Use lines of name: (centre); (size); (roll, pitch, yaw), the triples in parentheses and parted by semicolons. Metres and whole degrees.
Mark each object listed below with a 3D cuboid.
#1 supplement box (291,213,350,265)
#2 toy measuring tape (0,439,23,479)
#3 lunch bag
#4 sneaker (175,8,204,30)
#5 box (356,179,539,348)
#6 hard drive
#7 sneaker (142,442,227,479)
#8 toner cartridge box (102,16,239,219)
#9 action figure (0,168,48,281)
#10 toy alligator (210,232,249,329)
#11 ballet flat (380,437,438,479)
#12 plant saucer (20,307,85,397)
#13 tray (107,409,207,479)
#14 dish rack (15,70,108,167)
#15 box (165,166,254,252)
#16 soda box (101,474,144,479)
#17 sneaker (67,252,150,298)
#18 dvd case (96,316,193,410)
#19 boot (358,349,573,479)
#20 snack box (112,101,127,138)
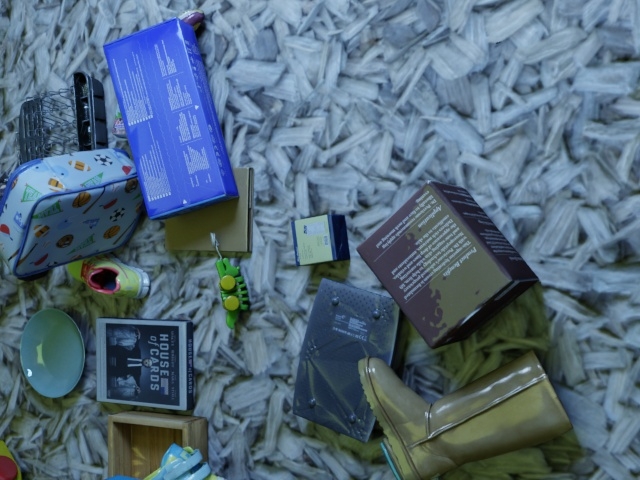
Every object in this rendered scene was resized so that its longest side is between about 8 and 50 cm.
supplement box: (0.000, 0.000, 1.456); (0.083, 0.056, 0.083); (-9, 85, 28)
toy measuring tape: (-0.771, 0.491, 1.833); (0.121, 0.121, 0.330); (-47, 69, 20)
lunch bag: (-0.488, -0.052, 1.573); (0.115, 0.303, 0.243); (45, 125, 21)
sneaker: (-0.285, -0.379, 1.619); (0.185, 0.069, 0.084); (-38, 90, 22)
box: (0.201, 0.036, 1.284); (0.168, 0.167, 0.203); (-43, 70, 20)
hard drive: (0.051, 0.206, 1.426); (0.172, 0.054, 0.254); (15, 96, 28)
sneaker: (-0.182, 0.456, 1.466); (0.319, 0.127, 0.208); (-14, 88, 5)
toner cartridge box: (-0.284, -0.227, 1.543); (0.165, 0.075, 0.347); (-16, 87, 16)
action figure: (-0.703, -0.043, 1.817); (0.285, 0.099, 0.185); (46, 118, 26)
toy alligator: (-0.169, 0.073, 1.550); (0.051, 0.056, 0.189); (-10, 86, -12)
ballet flat: (0.177, 0.428, 1.356); (0.073, 0.080, 0.232); (-24, 79, -2)
plant saucer: (-0.575, 0.244, 1.774); (0.195, 0.037, 0.194); (0, 90, 28)
tray: (-0.321, 0.554, 1.612); (0.203, 0.076, 0.410); (-2, 87, 29)
dish rack: (-0.575, -0.238, 1.763); (0.272, 0.074, 0.208); (-7, 85, 28)
box: (-0.221, -0.060, 1.597); (0.201, 0.021, 0.164); (1, 90, 28)
soda box: (-0.423, 0.496, 1.507); (0.071, 0.210, 0.067); (1, 89, 29)
sneaker: (-0.457, 0.068, 1.681); (0.209, 0.094, 0.081); (12, 96, 29)
dvd case: (-0.363, 0.250, 1.664); (0.239, 0.030, 0.179); (-1, 89, 29)
boot: (0.224, 0.244, 1.294); (0.270, 0.089, 0.236); (-28, 82, 12)
snack box: (-0.336, -0.249, 1.621); (0.141, 0.037, 0.100); (7, 82, 8)
